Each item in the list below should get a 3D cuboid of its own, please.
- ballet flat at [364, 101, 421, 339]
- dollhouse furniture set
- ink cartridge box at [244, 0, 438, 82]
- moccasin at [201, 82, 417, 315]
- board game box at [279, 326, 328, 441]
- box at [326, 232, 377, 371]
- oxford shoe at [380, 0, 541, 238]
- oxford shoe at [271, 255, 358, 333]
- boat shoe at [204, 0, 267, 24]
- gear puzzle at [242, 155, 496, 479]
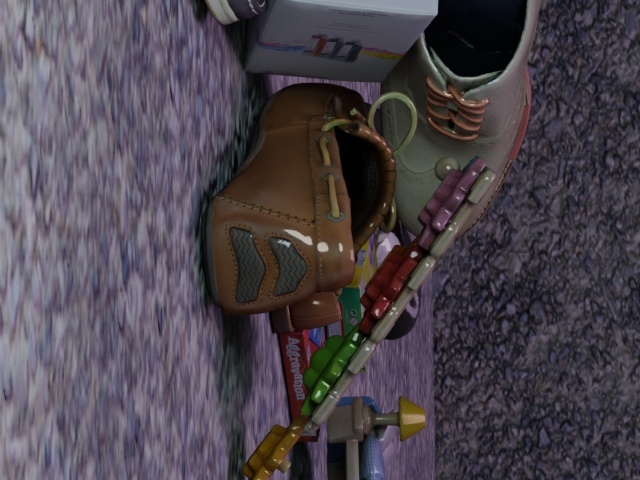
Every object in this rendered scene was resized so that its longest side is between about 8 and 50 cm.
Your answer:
[{"bbox_3d":[0.049,-0.024,1.857,0.096,0.095,0.281,15,64,-71],"label":"ballet flat"},{"bbox_3d":[0.106,0.338,1.606,0.303,0.198,0.286,89,0,-54],"label":"dollhouse furniture set"},{"bbox_3d":[0.013,-0.217,1.306,0.176,0.127,0.128,137,-44,-72],"label":"ink cartridge box"},{"bbox_3d":[0.007,-0.050,1.331,0.380,0.146,0.139,-61,148,-74],"label":"moccasin"},{"bbox_3d":[-0.006,0.057,1.651,0.281,0.027,0.145,-81,168,-51],"label":"board game box"},{"bbox_3d":[0.036,0.049,1.698,0.179,0.043,0.105,-70,158,-62],"label":"box"},{"bbox_3d":[0.112,-0.144,1.377,0.146,0.140,0.397,-66,166,-52],"label":"oxford shoe"},{"bbox_3d":[0.000,0.000,1.537,0.076,0.076,0.212,76,14,-51],"label":"oxford shoe"},{"bbox_3d":[-0.052,-0.293,1.147,0.103,0.092,0.285,-74,162,-67],"label":"boat shoe"},{"bbox_3d":[0.028,0.069,1.301,0.339,0.044,0.175,-55,178,6],"label":"gear puzzle"}]
